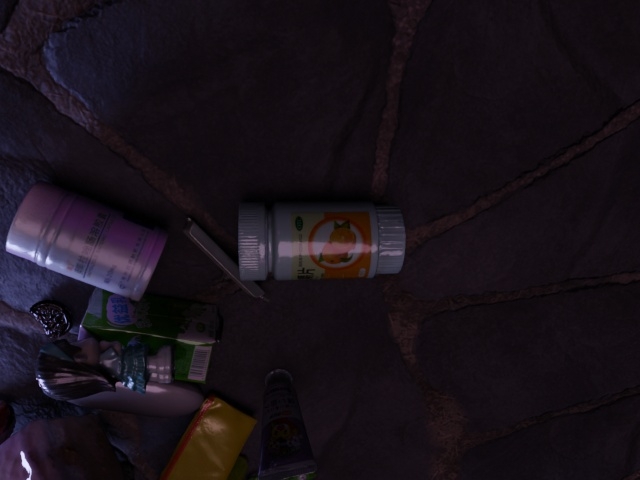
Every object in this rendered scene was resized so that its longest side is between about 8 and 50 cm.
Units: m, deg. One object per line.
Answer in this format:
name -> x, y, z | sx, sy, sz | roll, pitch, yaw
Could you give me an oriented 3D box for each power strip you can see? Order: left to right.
power strip -> -0.193, 0.049, 1.211 | 0.027, 0.060, 0.252 | -48, 112, -15

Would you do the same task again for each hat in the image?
hat -> -0.733, 0.463, 1.305 | 0.129, 0.140, 0.227 | 9, 127, 11

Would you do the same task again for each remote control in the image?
remote control -> -0.412, 0.311, 1.242 | 0.332, 0.103, 0.221 | 14, 155, -12

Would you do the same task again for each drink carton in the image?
drink carton -> -0.343, 0.188, 1.203 | 0.271, 0.161, 0.108 | 12, 111, -14

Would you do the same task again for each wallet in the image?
wallet -> -0.262, 0.482, 1.336 | 0.141, 0.067, 0.241 | 36, 67, -15

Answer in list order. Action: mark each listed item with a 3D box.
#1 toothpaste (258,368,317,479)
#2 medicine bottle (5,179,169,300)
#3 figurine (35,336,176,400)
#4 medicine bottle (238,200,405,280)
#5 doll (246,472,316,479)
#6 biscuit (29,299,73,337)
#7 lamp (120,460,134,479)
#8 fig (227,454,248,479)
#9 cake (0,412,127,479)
toothpaste -> -0.080, 0.385, 1.241 | 0.114, 0.299, 0.073 | -10, 114, -4
medicine bottle -> -0.435, 0.002, 1.112 | 0.254, 0.152, 0.152 | 23, 109, -17
figurine -> -0.392, 0.238, 1.074 | 0.246, 0.110, 0.138 | 3, 138, -15
medicine bottle -> 0.000, 0.000, 1.159 | 0.318, 0.158, 0.158 | -2, 114, -6
doll -> -0.098, 0.601, 1.472 | 0.190, 0.050, 0.115 | -23, 118, 6
biscuit -> -0.567, 0.164, 1.236 | 0.089, 0.027, 0.087 | 9, 111, -11
lamp -> -0.538, 0.601, 1.395 | 0.193, 0.106, 0.106 | -32, 113, 0
fig -> -0.275, 0.631, 1.411 | 0.275, 0.206, 0.206 | -37, 115, -15
cake -> -0.594, 0.536, 1.237 | 0.309, 0.237, 0.230 | -35, 69, 9
